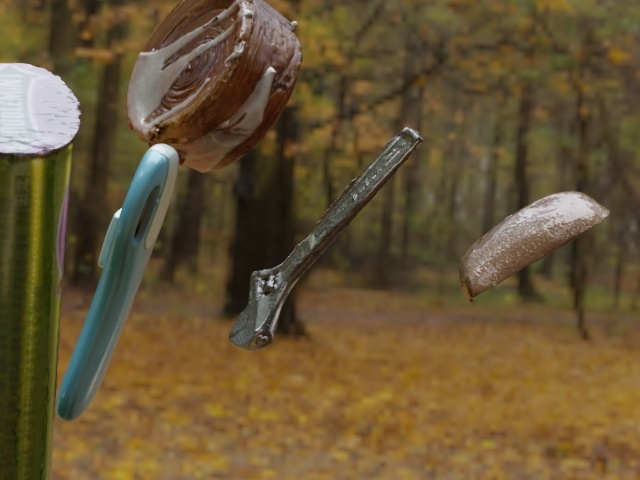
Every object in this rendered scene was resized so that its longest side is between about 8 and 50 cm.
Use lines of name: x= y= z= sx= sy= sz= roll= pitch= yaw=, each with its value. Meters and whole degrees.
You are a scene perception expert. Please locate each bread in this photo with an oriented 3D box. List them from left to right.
bread: x=-0.089 y=-0.135 z=1.511 sx=0.073 sy=0.160 sz=0.160 roll=30 pitch=-14 yaw=-35

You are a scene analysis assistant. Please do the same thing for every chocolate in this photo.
chocolate: x=0.124 y=-0.002 z=1.099 sx=0.100 sy=0.031 sz=0.064 roll=-31 pitch=7 yaw=8

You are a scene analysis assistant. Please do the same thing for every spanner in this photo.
spanner: x=0.000 y=0.000 z=1.922 sx=0.026 sy=0.325 sz=0.093 roll=25 pitch=30 yaw=-31

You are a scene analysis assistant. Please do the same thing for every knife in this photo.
knife: x=-0.144 y=0.030 z=1.258 sx=0.031 sy=0.222 sz=0.064 roll=26 pitch=24 yaw=8

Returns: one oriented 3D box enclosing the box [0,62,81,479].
box: x=-0.210 y=0.068 z=1.181 sx=0.097 sy=0.346 sz=0.134 roll=-1 pitch=29 yaw=-16
